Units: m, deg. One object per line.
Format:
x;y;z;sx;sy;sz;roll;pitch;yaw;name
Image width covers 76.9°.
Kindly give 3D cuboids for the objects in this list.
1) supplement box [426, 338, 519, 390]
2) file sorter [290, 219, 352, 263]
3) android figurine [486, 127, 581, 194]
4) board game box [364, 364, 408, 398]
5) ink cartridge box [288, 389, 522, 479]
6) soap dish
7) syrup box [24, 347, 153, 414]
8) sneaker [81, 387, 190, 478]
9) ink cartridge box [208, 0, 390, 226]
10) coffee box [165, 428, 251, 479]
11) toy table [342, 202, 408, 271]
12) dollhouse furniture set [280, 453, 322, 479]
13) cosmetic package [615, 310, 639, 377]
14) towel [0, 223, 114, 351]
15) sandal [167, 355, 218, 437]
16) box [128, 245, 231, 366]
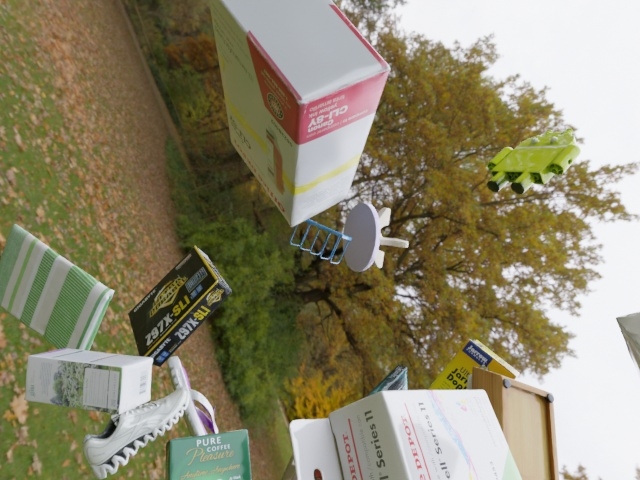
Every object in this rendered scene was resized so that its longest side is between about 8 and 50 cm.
0.527;0.559;1.475;0.195;0.356;0.194;39;7;31;supplement box
0.000;0.000;1.383;0.171;0.104;0.118;24;3;20;file sorter
0.617;-0.236;1.168;0.056;0.273;0.248;54;-13;-24;android figurine
0.147;0.375;0.897;0.026;0.186;0.126;2;-80;36;board game box
0.140;0.328;0.566;0.119;0.354;0.207;-40;-130;34;ink cartridge box
0.484;0.488;1.016;0.118;0.229;0.290;-39;-147;55;soap dish
-0.483;0.288;0.843;0.096;0.237;0.093;16;76;-74;syrup box
-0.492;0.494;1.098;0.110;0.292;0.118;-17;-78;49;sneaker
-0.056;-0.239;0.756;0.279;0.161;0.384;55;-18;17;ink cartridge box
-0.147;0.359;0.538;0.040;0.113;0.184;-49;-135;49;coffee box
0.210;-0.012;1.635;0.252;0.161;0.274;33;-65;42;toy table
0.092;0.627;0.868;0.374;0.152;0.201;33;-32;-7;dollhouse furniture set
0.605;0.150;0.539;0.153;0.296;0.129;62;24;-7;cosmetic package
-0.720;0.143;1.072;0.325;0.247;0.038;32;15;7;towel
-0.402;0.564;1.341;0.416;0.102;0.169;60;-30;20;sandal
-0.459;0.201;1.297;0.257;0.322;0.079;39;-7;48;box
